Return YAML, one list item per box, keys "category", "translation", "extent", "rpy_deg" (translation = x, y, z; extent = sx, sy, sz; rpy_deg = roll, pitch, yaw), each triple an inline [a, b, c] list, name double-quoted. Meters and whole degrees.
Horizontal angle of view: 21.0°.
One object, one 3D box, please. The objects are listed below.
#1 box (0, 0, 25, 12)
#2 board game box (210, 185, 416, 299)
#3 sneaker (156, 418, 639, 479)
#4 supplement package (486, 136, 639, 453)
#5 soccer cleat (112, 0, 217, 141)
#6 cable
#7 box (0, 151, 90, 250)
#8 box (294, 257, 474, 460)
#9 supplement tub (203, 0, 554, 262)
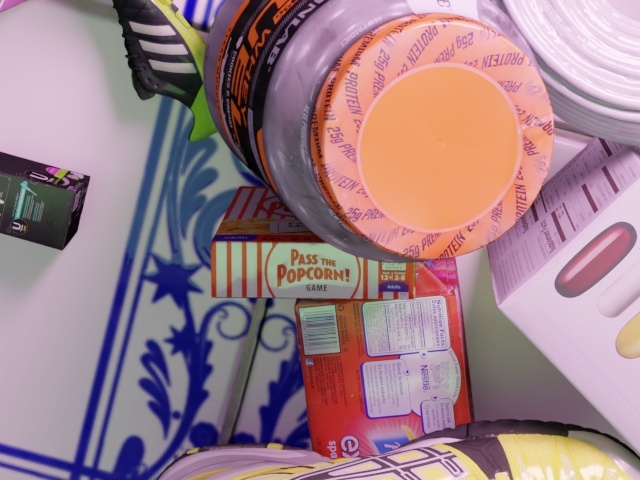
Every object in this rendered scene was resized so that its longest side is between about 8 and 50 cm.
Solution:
- category: "box"
  translation: [-0.302, -0.270, 1.247]
  extent: [0.243, 0.213, 0.117]
  rpy_deg: [21, 104, -2]
- category: "board game box"
  translation: [0.000, 0.000, 1.306]
  extent: [0.146, 0.193, 0.045]
  rpy_deg: [1, 103, 3]
- category: "sneaker"
  translation: [0.058, 0.222, 1.253]
  extent: [0.384, 0.147, 0.145]
  rpy_deg: [-7, 102, 4]
- category: "supplement package"
  translation: [0.266, 0.067, 1.301]
  extent: [0.145, 0.204, 0.262]
  rpy_deg: [-43, 98, 12]
- category: "soccer cleat"
  translation: [-0.131, -0.155, 1.346]
  extent: [0.072, 0.060, 0.179]
  rpy_deg: [-37, 102, 12]
- category: "cable"
  translation: [0.242, -0.198, 1.256]
  extent: [0.257, 0.089, 0.257]
  rpy_deg: [-38, 78, -7]
- category: "box"
  translation: [-0.234, -0.033, 1.378]
  extent: [0.083, 0.062, 0.052]
  rpy_deg: [15, 105, 0]
- category: "box"
  translation: [0.059, 0.148, 1.373]
  extent: [0.128, 0.122, 0.257]
  rpy_deg: [-6, 104, 6]
- category: "supplement tub"
  translation: [0.036, -0.098, 1.201]
  extent: [0.193, 0.316, 0.194]
  rpy_deg: [-4, 104, -14]
